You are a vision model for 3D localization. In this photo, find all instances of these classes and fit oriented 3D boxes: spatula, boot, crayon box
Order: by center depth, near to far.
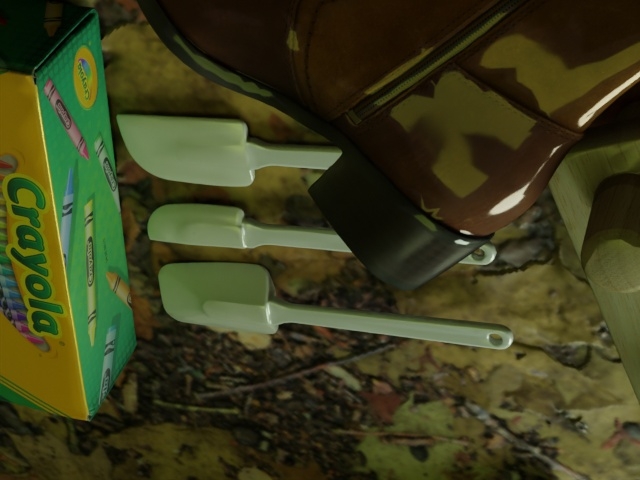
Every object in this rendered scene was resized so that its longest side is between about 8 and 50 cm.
[{"bbox_3d":[0.057,-0.151,0.574,0.280,0.096,0.264,-44,75,31],"label":"boot"},{"bbox_3d":[0.000,0.000,0.783,0.242,0.019,0.168,5,124,18],"label":"spatula"},{"bbox_3d":[-0.217,-0.022,0.807,0.165,0.081,0.278,12,131,14],"label":"crayon box"}]

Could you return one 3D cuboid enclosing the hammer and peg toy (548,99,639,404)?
[{"bbox_3d":[0.284,0.076,0.649,0.266,0.127,0.361,-10,123,29],"label":"hammer and peg toy"}]
